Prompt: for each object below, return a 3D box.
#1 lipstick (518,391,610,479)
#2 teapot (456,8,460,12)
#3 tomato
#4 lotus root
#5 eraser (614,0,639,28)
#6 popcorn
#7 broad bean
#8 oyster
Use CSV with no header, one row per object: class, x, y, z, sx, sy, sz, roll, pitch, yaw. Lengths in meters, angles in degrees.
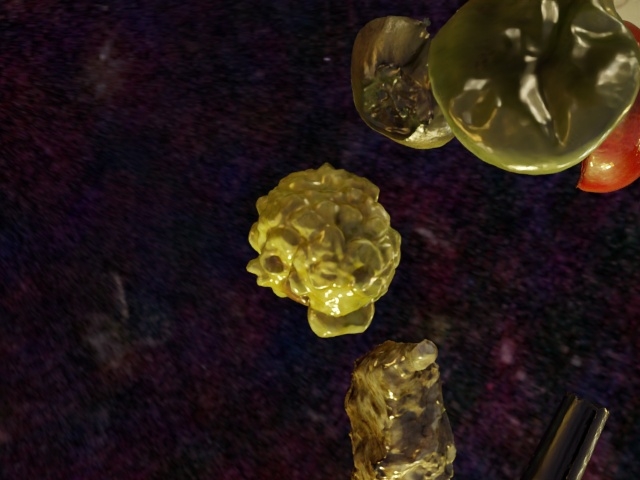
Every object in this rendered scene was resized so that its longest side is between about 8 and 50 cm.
lipstick,0.278,0.404,1.751,0.077,0.077,0.418,31,83,-23
teapot,0.263,-0.254,1.958,0.077,0.107,0.200,-19,118,-29
tomato,0.277,-0.116,1.131,0.069,0.155,0.155,12,95,10
lotus root,0.116,-0.212,1.809,0.078,0.183,0.203,-51,144,-49
eraser,0.389,-0.413,1.928,0.270,0.095,0.174,35,117,-2
popcorn,0.000,0.011,1.781,0.181,0.235,0.217,-28,123,-46
broad bean,0.153,-0.128,0.907,0.207,0.153,0.072,-63,144,-47
oyster,0.084,0.257,1.772,0.111,0.204,0.396,-20,126,-31
